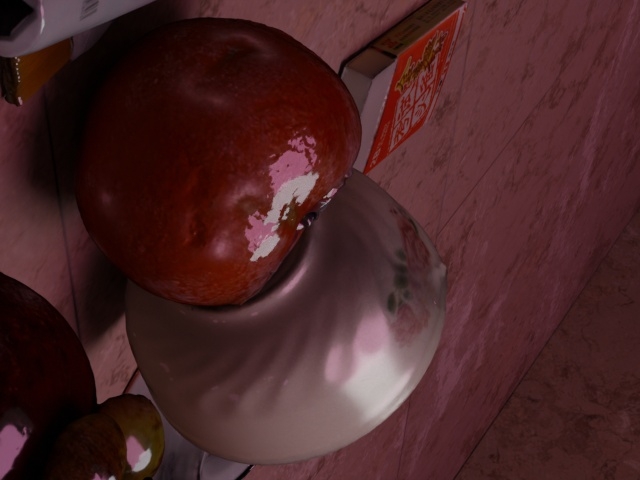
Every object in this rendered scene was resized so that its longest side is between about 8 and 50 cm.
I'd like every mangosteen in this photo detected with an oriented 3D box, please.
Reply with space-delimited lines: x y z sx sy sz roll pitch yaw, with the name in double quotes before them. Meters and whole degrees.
"mangosteen" -0.208 0.129 1.041 0.215 0.257 0.215 -164 -90 -89

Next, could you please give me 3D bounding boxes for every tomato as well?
"tomato" -0.084 -0.061 1.219 0.232 0.188 0.232 -52 178 -2

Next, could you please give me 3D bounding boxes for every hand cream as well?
"hand cream" -0.117 -0.201 1.093 0.320 0.067 0.109 -40 130 -49

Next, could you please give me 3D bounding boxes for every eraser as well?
"eraser" 0.075 -0.156 1.775 0.230 0.038 0.157 -42 155 -50

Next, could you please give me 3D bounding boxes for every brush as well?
"brush" -0.111 -0.214 1.176 0.336 0.020 0.085 -49 159 -33

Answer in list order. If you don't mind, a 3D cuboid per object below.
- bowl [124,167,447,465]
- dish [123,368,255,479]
"bowl" -0.046 0.033 1.379 0.277 0.277 0.145 -56 145 -16
"dish" -0.104 0.176 1.672 0.260 0.085 0.260 -46 154 -31
